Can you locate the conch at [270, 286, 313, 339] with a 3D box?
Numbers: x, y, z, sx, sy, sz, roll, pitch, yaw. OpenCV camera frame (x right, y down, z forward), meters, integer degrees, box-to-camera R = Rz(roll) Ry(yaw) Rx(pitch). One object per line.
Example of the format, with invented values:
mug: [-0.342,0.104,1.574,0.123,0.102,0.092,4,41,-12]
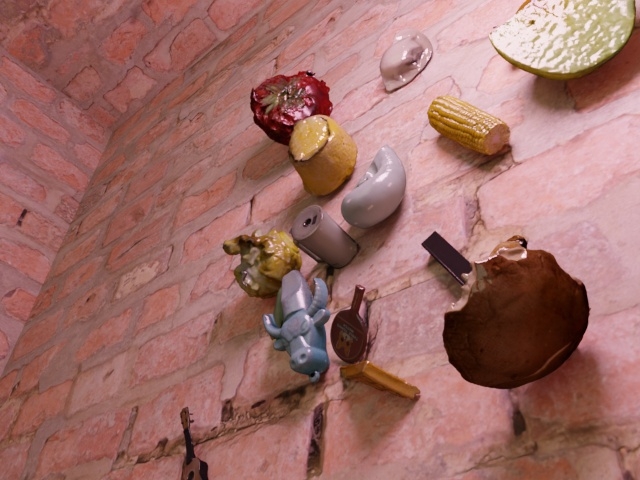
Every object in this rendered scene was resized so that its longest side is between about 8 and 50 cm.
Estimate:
conch: [-0.082,0.170,1.447,0.105,0.079,0.170,-6,56,64]

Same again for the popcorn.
popcorn: [-0.156,0.053,1.543,0.198,0.212,0.198,-48,0,0]

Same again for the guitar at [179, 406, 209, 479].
guitar: [-0.302,0.508,1.401,0.084,0.038,0.271,-40,37,13]

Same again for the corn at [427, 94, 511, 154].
corn: [0.331,-0.267,1.366,0.093,0.093,0.244,-47,33,5]

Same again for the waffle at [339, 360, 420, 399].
waffle: [0.110,0.278,1.174,0.191,0.125,0.032,123,172,-72]

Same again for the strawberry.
strawberry: [-0.089,-0.409,1.904,0.274,0.220,0.274,-2,59,4]

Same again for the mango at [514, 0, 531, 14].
mango: [0.490,-0.504,1.403,0.089,0.111,0.163,49,122,17]

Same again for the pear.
pear: [0.542,-0.429,1.250,0.288,0.139,0.239,-38,49,12]

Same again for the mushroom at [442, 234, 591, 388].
mushroom: [0.311,0.122,0.979,0.233,0.301,0.208,-40,78,11]

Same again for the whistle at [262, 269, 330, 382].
whistle: [-0.040,0.187,1.323,0.186,0.093,0.274,-38,49,28]

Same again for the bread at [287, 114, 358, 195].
bread: [0.001,-0.235,1.647,0.197,0.170,0.197,-18,53,25]

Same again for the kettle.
kettle: [0.002,0.003,1.439,0.127,0.148,0.098,-39,37,14]

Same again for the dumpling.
dumpling: [0.245,-0.527,1.731,0.150,0.092,0.176,13,62,39]

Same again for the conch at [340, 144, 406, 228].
conch: [0.129,-0.124,1.437,0.185,0.121,0.221,-4,48,52]

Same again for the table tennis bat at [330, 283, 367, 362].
table tennis bat: [0.102,0.174,1.281,0.107,0.119,0.170,28,111,45]

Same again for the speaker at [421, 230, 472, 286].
speaker: [0.269,0.046,1.183,0.046,0.040,0.191,-44,33,6]
